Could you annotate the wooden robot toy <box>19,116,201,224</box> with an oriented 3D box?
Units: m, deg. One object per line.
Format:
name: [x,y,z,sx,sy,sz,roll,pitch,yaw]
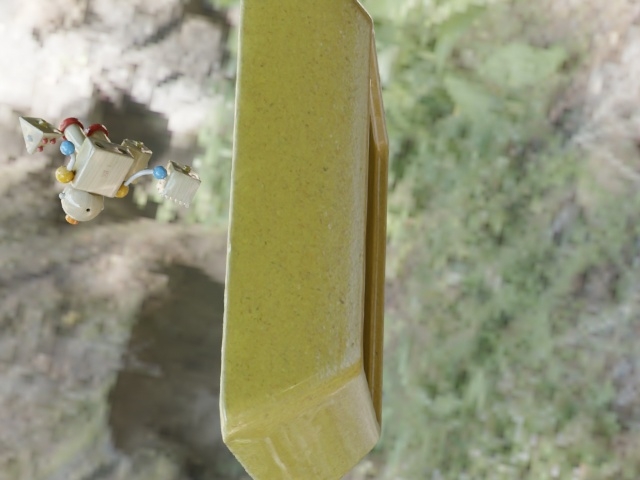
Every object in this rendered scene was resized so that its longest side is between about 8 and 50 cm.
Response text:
wooden robot toy: [-0.193,-0.052,1.445,0.076,0.173,0.079,45,113,48]

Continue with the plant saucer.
plant saucer: [0.000,0.000,1.147,0.333,0.081,0.333,72,-160,-72]
